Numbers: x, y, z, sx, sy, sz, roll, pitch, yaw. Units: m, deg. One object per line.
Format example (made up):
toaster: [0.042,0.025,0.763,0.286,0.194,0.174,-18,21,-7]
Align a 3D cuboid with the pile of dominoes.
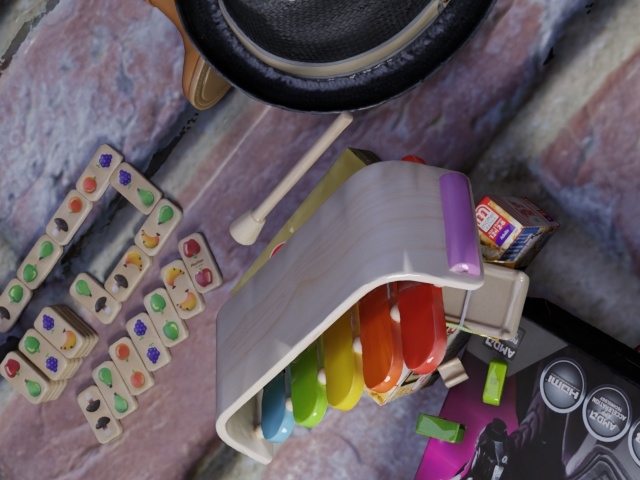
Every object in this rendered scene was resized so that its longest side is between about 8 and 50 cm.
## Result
pile of dominoes: [-0.224,0.057,1.383,0.196,0.040,0.251,40,105,17]

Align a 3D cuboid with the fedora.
fedora: [0.011,-0.279,1.188,0.334,0.152,0.334,-1,84,8]

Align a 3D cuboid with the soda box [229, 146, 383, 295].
soda box: [0.000,0.000,1.280,0.058,0.061,0.181,43,105,17]

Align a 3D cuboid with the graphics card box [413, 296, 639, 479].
graphics card box: [0.178,0.256,1.143,0.233,0.094,0.371,34,108,42]

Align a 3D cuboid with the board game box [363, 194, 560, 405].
board game box: [0.118,0.049,1.190,0.045,0.147,0.193,41,104,16]

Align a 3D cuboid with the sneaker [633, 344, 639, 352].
sneaker: [0.369,0.100,1.138,0.221,0.087,0.128,-34,90,27]

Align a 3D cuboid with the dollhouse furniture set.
dollhouse furniture set: [0.117,0.087,1.109,0.076,0.058,0.151,13,85,11]

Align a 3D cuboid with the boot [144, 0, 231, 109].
boot: [-0.140,-0.233,1.334,0.152,0.073,0.197,15,89,23]

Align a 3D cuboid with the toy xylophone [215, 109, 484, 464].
toy xylophone: [0.004,0.035,1.143,0.323,0.081,0.236,-38,40,45]
